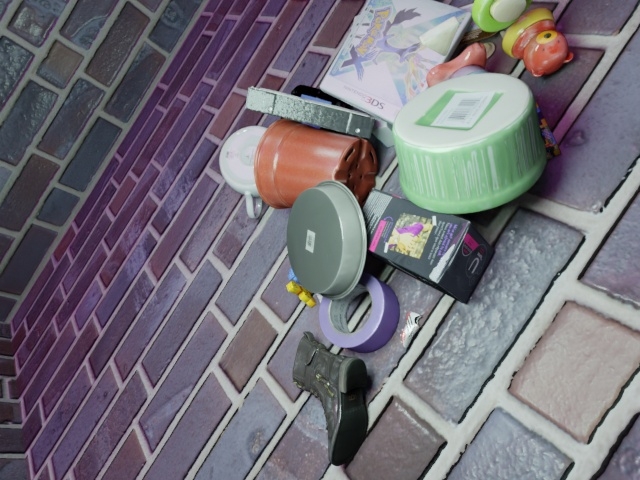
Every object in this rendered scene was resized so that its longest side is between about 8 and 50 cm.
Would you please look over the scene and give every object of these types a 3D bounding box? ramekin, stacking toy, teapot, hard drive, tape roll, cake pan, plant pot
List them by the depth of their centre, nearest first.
[{"bbox_3d":[0.295,-0.212,0.876,0.302,0.148,0.304,-16,41,14],"label":"ramekin"},{"bbox_3d":[0.395,-0.418,0.960,0.308,0.279,0.131,-31,63,23],"label":"stacking toy"},{"bbox_3d":[0.000,0.000,1.032,0.293,0.054,0.294,7,98,56],"label":"cake pan"},{"bbox_3d":[0.093,0.175,1.044,0.188,0.080,0.189,-19,59,33],"label":"tape roll"},{"bbox_3d":[-0.026,-0.363,1.198,0.237,0.338,0.064,-87,9,-73],"label":"hard drive"},{"bbox_3d":[-0.001,-0.198,1.201,0.264,0.272,0.273,16,80,36],"label":"plant pot"},{"bbox_3d":[-0.211,-0.247,1.450,0.256,0.187,0.253,-38,75,-2],"label":"teapot"}]

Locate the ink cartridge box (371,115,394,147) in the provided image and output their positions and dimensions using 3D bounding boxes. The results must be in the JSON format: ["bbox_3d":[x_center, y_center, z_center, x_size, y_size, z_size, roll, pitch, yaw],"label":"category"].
[{"bbox_3d":[0.190,-0.344,1.215,0.052,0.088,0.123,-14,61,37],"label":"ink cartridge box"}]

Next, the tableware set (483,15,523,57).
[{"bbox_3d":[0.471,-0.555,1.132,0.168,0.020,0.141,-13,61,34],"label":"tableware set"}]

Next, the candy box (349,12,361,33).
[{"bbox_3d":[0.148,-0.610,1.300,0.164,0.070,0.197,9,81,60],"label":"candy box"}]

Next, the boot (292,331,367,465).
[{"bbox_3d":[0.008,0.369,1.025,0.228,0.091,0.264,1,80,53],"label":"boot"}]

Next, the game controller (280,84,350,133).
[{"bbox_3d":[-0.026,-0.438,1.461,0.319,0.067,0.167,34,93,45],"label":"game controller"}]

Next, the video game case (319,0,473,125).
[{"bbox_3d":[0.193,-0.504,1.153,0.299,0.036,0.329,34,98,26],"label":"video game case"}]

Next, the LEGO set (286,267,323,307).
[{"bbox_3d":[-0.050,0.109,1.188,0.087,0.093,0.227,-42,48,16],"label":"LEGO set"}]

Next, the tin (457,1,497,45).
[{"bbox_3d":[0.387,-0.578,1.131,0.189,0.040,0.106,-12,63,13],"label":"tin"}]

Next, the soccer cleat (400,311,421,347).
[{"bbox_3d":[0.207,0.204,0.968,0.035,0.029,0.084,0,64,45],"label":"soccer cleat"}]

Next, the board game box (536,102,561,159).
[{"bbox_3d":[0.445,-0.241,0.976,0.141,0.048,0.171,-26,54,31],"label":"board game box"}]

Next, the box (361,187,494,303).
[{"bbox_3d":[0.219,0.006,0.960,0.270,0.165,0.144,29,89,44],"label":"box"}]
